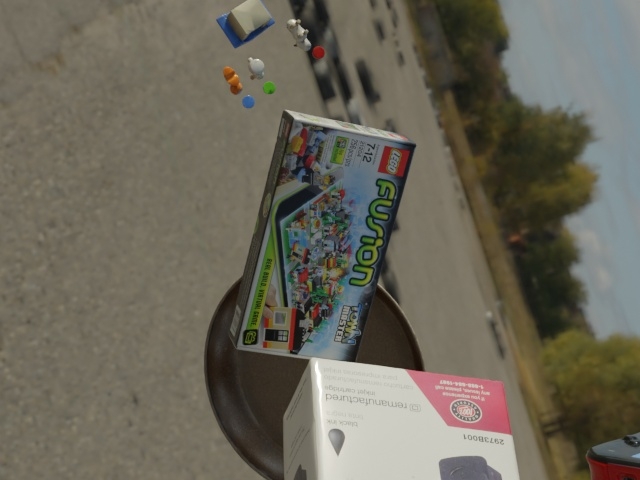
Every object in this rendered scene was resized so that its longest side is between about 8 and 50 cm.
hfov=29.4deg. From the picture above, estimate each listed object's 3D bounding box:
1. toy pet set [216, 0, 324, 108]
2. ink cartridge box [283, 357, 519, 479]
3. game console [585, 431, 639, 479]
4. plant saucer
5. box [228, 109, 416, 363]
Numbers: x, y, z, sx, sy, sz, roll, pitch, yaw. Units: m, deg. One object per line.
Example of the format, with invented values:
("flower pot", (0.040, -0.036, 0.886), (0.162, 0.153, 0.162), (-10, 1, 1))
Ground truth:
("toy pet set", (-0.078, -0.233, 1.482), (0.114, 0.122, 0.065), (56, -13, -4))
("ink cartridge box", (0.066, 0.223, 0.951), (0.100, 0.172, 0.237), (113, -19, -46))
("game console", (0.591, 0.294, 1.631), (0.342, 0.386, 0.060), (-11, 98, -42))
("plant saucer", (-0.004, 0.168, 1.533), (0.050, 0.310, 0.311), (-15, 87, -64))
("box", (0.000, 0.000, 1.049), (0.036, 0.114, 0.207), (-130, -128, -66))
